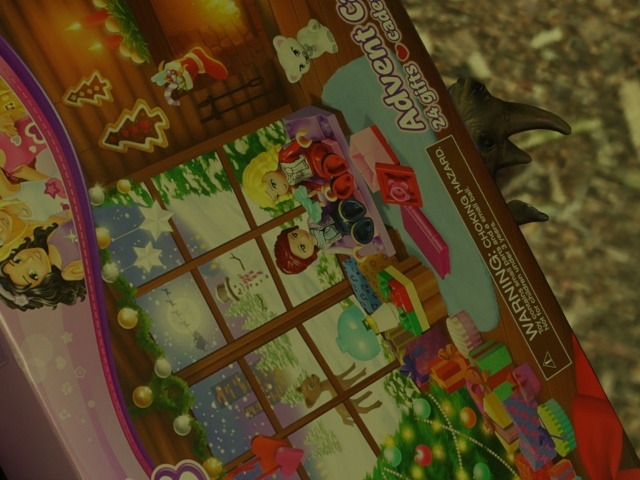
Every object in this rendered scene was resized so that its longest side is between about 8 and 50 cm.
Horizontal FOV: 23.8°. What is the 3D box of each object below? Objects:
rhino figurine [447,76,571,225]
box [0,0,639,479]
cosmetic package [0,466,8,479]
[{"bbox_3d":[0.000,0.000,0.625,0.243,0.073,0.106,-24,73,-16],"label":"rhino figurine"},{"bbox_3d":[-0.015,0.032,0.517,0.201,0.057,0.293,-28,90,-35],"label":"box"},{"bbox_3d":[-0.300,0.126,0.507,0.385,0.156,0.217,-15,62,-8],"label":"cosmetic package"}]
